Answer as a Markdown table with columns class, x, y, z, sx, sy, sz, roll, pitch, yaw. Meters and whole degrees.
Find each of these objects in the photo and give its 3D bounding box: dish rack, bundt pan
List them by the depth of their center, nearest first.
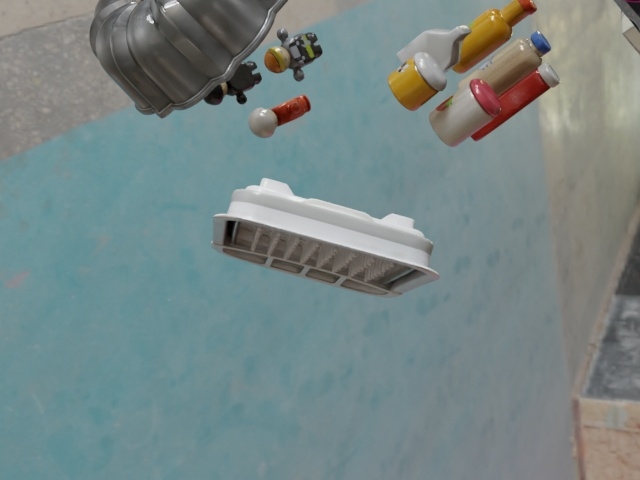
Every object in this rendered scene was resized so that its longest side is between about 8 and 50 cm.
| class | x | y | z | sx | sy | sz | roll | pitch | yaw |
| --- | --- | --- | --- | --- | --- | --- | --- | --- | --- |
| dish rack | 0.000 | 0.000 | 1.094 | 0.333 | 0.285 | 0.073 | 133 | -27 | -79 |
| bundt pan | -0.191 | -0.339 | 1.111 | 0.124 | 0.330 | 0.331 | 38 | 58 | -38 |

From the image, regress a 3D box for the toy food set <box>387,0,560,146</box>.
| class | x | y | z | sx | sy | sz | roll | pitch | yaw |
| --- | --- | --- | --- | --- | --- | --- | --- | --- | --- |
| toy food set | 0.156 | -0.167 | 0.770 | 0.111 | 0.104 | 0.232 | 55 | 29 | 1 |

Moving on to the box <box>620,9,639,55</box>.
| class | x | y | z | sx | sy | sz | roll | pitch | yaw |
| --- | --- | --- | --- | --- | --- | --- | --- | --- | --- |
| box | 0.565 | -0.424 | 1.344 | 0.094 | 0.113 | 0.275 | 36 | 47 | -26 |

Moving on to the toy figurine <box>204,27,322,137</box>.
| class | x | y | z | sx | sy | sz | roll | pitch | yaw |
| --- | --- | --- | --- | --- | --- | --- | --- | --- | --- |
| toy figurine | -0.119 | -0.326 | 1.558 | 0.148 | 0.213 | 0.210 | -33 | 152 | -40 |

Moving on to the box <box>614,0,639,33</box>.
| class | x | y | z | sx | sy | sz | roll | pitch | yaw |
| --- | --- | --- | --- | --- | --- | --- | --- | --- | --- |
| box | 0.339 | -0.256 | 0.581 | 0.247 | 0.163 | 0.142 | -36 | 87 | -12 |
